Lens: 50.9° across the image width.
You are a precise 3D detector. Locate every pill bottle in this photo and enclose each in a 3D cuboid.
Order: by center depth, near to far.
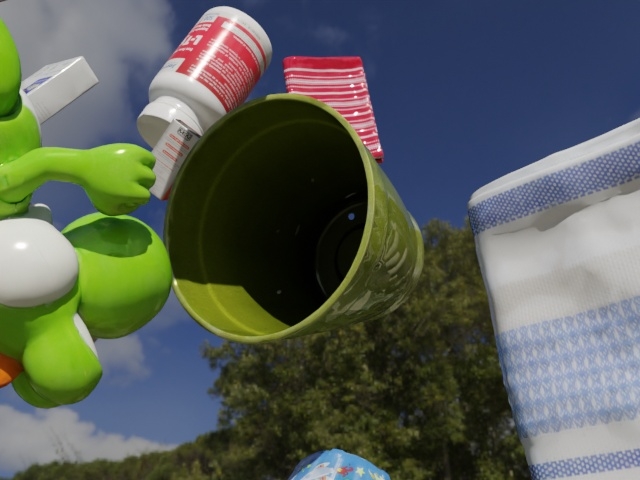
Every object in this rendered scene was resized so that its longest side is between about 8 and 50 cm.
[{"bbox_3d":[-0.312,-0.415,1.808,0.228,0.408,0.229,20,-29,12],"label":"pill bottle"}]

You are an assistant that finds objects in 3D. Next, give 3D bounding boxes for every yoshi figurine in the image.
[{"bbox_3d":[-0.241,-0.049,0.565,0.202,0.362,0.203,-21,4,-10],"label":"yoshi figurine"}]

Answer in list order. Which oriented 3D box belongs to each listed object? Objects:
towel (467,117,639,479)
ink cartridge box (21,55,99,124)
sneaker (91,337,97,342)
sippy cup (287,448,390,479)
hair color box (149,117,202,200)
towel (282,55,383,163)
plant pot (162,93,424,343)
[{"bbox_3d":[0.174,0.067,0.262,0.209,0.285,0.034,-23,-28,33],"label":"towel"},{"bbox_3d":[-0.580,-0.223,1.239,0.165,0.333,0.065,6,-46,44],"label":"ink cartridge box"},{"bbox_3d":[-0.505,0.181,1.470,0.071,0.066,0.188,5,2,0],"label":"sneaker"},{"bbox_3d":[0.010,0.438,0.967,0.305,0.224,0.240,7,-53,17],"label":"sippy cup"},{"bbox_3d":[-0.283,-0.152,1.276,0.072,0.043,0.141,38,-80,3],"label":"hair color box"},{"bbox_3d":[0.027,-0.295,1.505,0.198,0.275,0.031,-4,-22,-17],"label":"towel"},{"bbox_3d":[0.000,0.000,1.108,0.366,0.367,0.353,-20,-22,26],"label":"plant pot"}]
